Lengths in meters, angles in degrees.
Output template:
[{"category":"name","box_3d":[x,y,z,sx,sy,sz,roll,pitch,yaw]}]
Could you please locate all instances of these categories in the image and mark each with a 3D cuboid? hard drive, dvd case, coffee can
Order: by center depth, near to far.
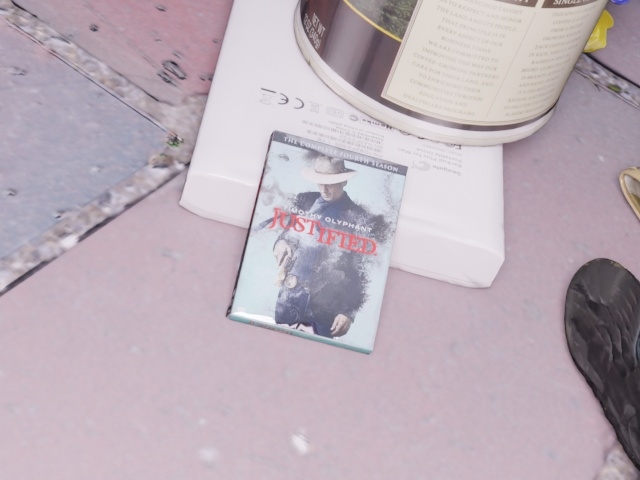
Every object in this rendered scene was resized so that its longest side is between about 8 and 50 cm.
[{"category":"dvd case","box_3d":[0.000,0.000,0.739,0.087,0.013,0.119,15,68,-7]},{"category":"coffee can","box_3d":[0.113,-0.227,0.804,0.202,0.275,0.201,11,42,-11]},{"category":"hard drive","box_3d":[0.028,-0.108,0.882,0.203,0.040,0.307,15,42,-7]}]

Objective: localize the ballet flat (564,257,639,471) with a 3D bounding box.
[{"category":"ballet flat","box_3d":[0.189,0.081,0.755,0.049,0.057,0.173,43,25,-42]}]

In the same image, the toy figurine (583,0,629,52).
[{"category":"toy figurine","box_3d":[0.277,-0.260,1.033,0.363,0.191,0.217,31,28,-5]}]

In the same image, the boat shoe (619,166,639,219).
[{"category":"boat shoe","box_3d":[0.245,0.001,0.848,0.048,0.056,0.153,1,43,-8]}]
